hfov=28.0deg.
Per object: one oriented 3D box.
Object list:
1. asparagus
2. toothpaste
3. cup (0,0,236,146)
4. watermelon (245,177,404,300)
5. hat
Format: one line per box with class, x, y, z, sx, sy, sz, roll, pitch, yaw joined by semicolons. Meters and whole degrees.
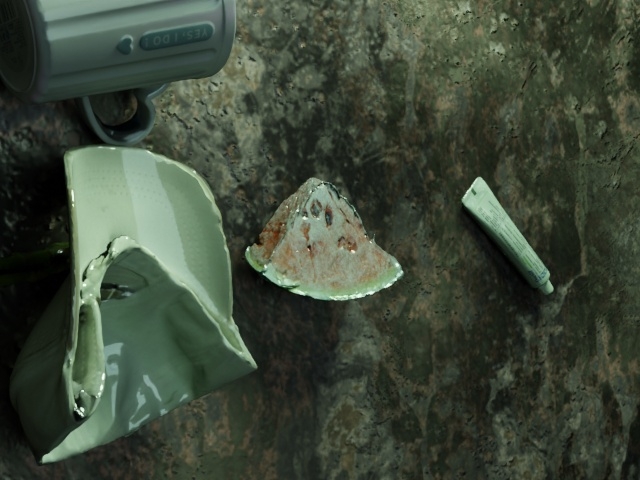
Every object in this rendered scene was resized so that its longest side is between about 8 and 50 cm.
asparagus;-0.256;0.014;1.285;0.165;0.030;0.036;-19;95;-34
toothpaste;0.245;0.001;1.657;0.197;0.029;0.048;49;63;-25
cup;-0.201;-0.195;1.232;0.202;0.167;0.221;-18;101;-32
watermelon;0.000;0.000;1.456;0.187;0.071;0.139;3;84;-28
hat;-0.213;0.058;1.243;0.258;0.168;0.302;-10;92;-56
